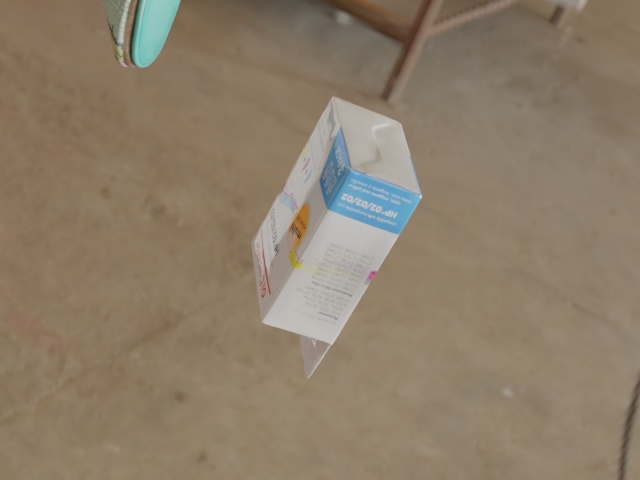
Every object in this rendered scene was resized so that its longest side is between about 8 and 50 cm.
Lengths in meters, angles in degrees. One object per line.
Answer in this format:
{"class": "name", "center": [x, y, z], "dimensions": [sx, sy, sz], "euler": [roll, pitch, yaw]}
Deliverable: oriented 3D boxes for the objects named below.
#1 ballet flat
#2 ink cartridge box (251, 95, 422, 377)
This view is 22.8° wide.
{"class": "ballet flat", "center": [-0.116, -0.227, 1.071], "dimensions": [0.079, 0.221, 0.077], "euler": [27, 29, 9]}
{"class": "ink cartridge box", "center": [0.000, 0.000, 1.172], "dimensions": [0.061, 0.181, 0.104], "euler": [19, 30, -19]}
